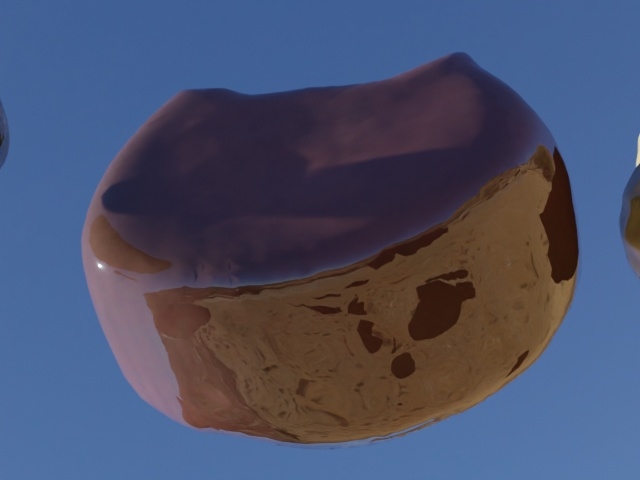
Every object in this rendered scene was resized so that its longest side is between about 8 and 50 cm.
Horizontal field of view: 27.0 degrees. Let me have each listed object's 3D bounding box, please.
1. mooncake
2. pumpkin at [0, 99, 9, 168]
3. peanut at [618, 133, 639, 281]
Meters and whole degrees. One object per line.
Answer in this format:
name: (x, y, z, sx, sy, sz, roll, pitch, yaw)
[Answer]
mooncake: (0.000, 0.000, 0.934, 0.325, 0.334, 0.174, -26, -56, -8)
pumpkin: (-0.296, -0.105, 0.862, 0.162, 0.219, 0.219, -19, -41, -7)
peanut: (0.291, -0.045, 0.984, 0.290, 0.130, 0.130, -56, -9, -61)
